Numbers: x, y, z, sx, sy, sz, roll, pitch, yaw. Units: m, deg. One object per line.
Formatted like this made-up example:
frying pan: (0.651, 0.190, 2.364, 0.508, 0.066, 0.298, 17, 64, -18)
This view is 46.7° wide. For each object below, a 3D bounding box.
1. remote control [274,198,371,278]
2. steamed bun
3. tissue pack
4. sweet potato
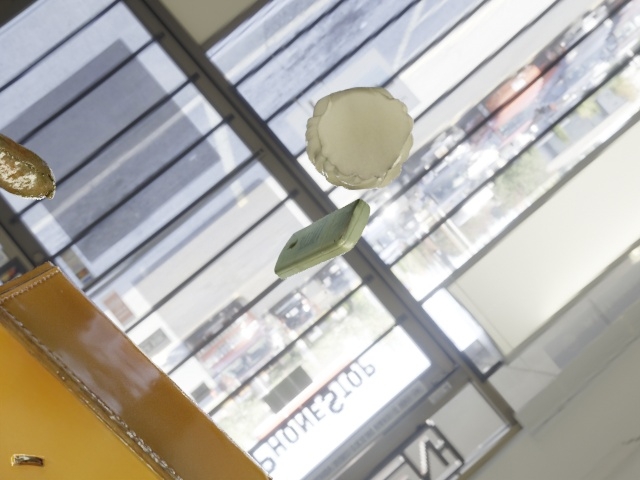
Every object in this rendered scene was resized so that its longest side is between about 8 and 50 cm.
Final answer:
remote control: (0.000, 0.000, 1.252, 0.233, 0.038, 0.098, -25, -148, 55)
steamed bun: (0.066, -0.163, 1.224, 0.183, 0.183, 0.106, -40, 176, -1)
tissue pack: (-0.196, 0.181, 0.588, 0.194, 0.274, 0.145, -42, -174, 13)
sweet potato: (-0.499, -0.141, 1.062, 0.075, 0.273, 0.075, -24, -134, 28)
